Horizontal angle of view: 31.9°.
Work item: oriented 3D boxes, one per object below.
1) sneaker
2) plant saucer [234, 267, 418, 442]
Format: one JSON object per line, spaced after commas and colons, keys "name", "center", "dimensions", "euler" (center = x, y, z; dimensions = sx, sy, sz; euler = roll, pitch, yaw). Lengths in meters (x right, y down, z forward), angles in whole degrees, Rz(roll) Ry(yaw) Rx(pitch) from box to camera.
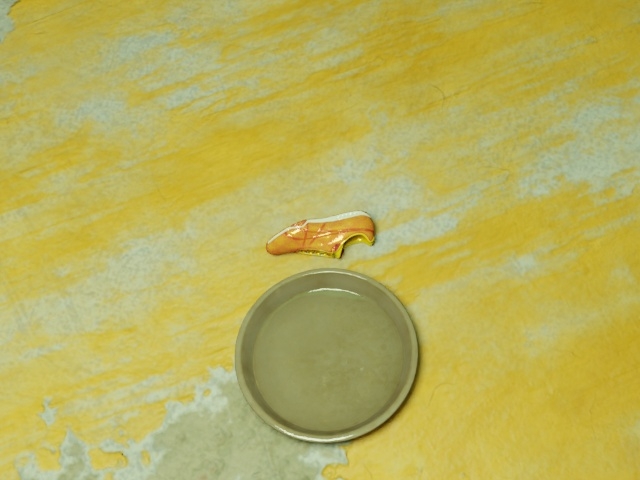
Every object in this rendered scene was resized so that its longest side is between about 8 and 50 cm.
{"name": "sneaker", "center": [0.000, 0.000, 1.769], "dimensions": [0.175, 0.064, 0.067], "euler": [-13, 75, 2]}
{"name": "plant saucer", "center": [0.009, 0.175, 1.698], "dimensions": [0.278, 0.041, 0.277], "euler": [-2, 64, 4]}
